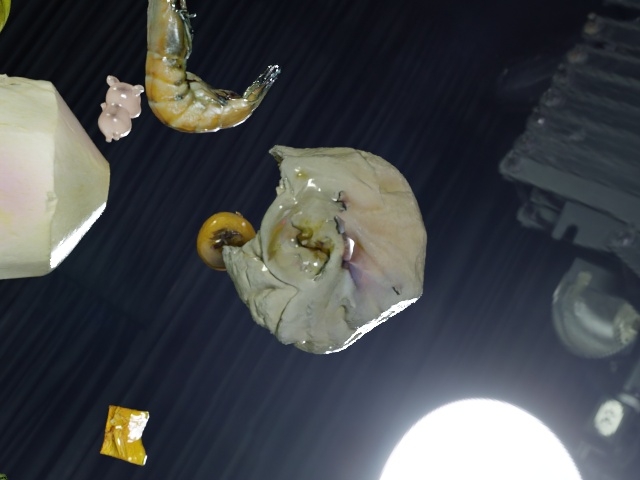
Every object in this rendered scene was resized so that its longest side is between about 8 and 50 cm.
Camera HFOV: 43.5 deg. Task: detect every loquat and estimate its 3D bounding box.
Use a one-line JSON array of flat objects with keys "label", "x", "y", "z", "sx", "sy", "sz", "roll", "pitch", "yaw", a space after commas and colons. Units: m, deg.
[{"label": "loquat", "x": -0.213, "y": 0.002, "z": 1.840, "sx": 0.141, "sy": 0.141, "sz": 0.141, "roll": 30, "pitch": -14, "yaw": 8}]

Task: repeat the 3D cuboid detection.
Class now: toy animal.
[{"label": "toy animal", "x": -0.424, "y": -0.275, "z": 1.701, "sx": 0.084, "sy": 0.150, "sz": 0.089, "roll": 13, "pitch": -20, "yaw": -17}]

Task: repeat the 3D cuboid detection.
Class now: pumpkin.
[{"label": "pumpkin", "x": -0.269, "y": 0.260, "z": 1.075, "sx": 0.101, "sy": 0.073, "sz": 0.035, "roll": -8, "pitch": -15, "yaw": 44}]

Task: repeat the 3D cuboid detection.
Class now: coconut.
[{"label": "coconut", "x": -0.383, "y": -0.074, "z": 0.987, "sx": 0.259, "sy": 0.259, "sz": 0.259, "roll": 30, "pitch": -14, "yaw": 8}]

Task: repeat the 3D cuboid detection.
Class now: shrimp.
[{"label": "shrimp", "x": -0.148, "y": -0.281, "z": 1.118, "sx": 0.198, "sy": 0.261, "sz": 0.051, "roll": -8, "pitch": 20, "yaw": -25}]

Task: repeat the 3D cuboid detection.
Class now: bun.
[{"label": "bun", "x": 0.012, "y": 0.010, "z": 1.032, "sx": 0.282, "sy": 0.281, "sz": 0.205, "roll": 31, "pitch": 6, "yaw": 1}]

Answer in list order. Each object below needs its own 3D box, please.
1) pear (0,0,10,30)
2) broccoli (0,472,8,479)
[{"label": "pear", "x": -0.823, "y": -0.527, "z": 1.648, "sx": 0.413, "sy": 0.352, "sz": 0.352, "roll": 46, "pitch": -8, "yaw": 21}, {"label": "broccoli", "x": -0.450, "y": 0.360, "z": 1.087, "sx": 0.304, "sy": 0.165, "sz": 0.145, "roll": 47, "pitch": 32, "yaw": 16}]
